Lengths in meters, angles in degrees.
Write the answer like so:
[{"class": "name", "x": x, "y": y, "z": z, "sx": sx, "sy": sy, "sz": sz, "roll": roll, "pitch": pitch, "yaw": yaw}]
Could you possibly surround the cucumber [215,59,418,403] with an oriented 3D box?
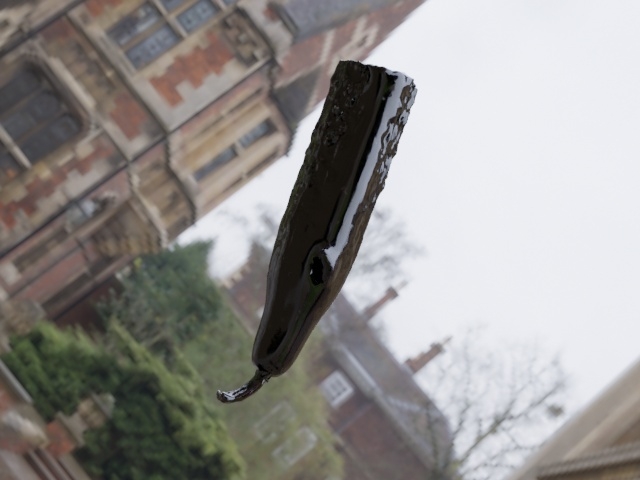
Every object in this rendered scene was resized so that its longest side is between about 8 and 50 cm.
[{"class": "cucumber", "x": 0.000, "y": 0.000, "z": 0.518, "sx": 0.043, "sy": 0.163, "sz": 0.039, "roll": 19, "pitch": -2, "yaw": -16}]
